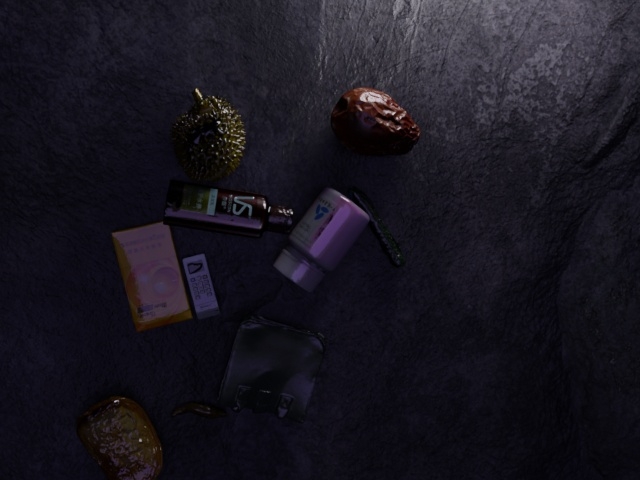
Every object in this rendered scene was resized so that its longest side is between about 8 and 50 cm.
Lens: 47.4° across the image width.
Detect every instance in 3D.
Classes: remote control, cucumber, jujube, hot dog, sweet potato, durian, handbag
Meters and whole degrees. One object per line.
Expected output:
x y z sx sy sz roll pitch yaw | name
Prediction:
-0.314 0.121 1.915 0.065 0.029 0.166 -15 94 -5 | remote control
0.152 -0.039 1.956 0.044 0.043 0.257 -34 99 -8 | cucumber
0.143 -0.295 1.879 0.236 0.168 0.168 19 94 -25 | jujube
-0.515 0.528 1.893 0.175 0.114 0.259 -28 102 -9 | hot dog
-0.324 0.455 1.948 0.153 0.038 0.041 3 73 -7 | sweet potato
-0.281 -0.265 1.821 0.193 0.138 0.238 -19 98 -6 | durian
-0.129 0.346 1.943 0.247 0.079 0.260 16 95 -9 | handbag

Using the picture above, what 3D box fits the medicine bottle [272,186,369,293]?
0.000 0.000 1.885 0.152 0.152 0.255 37 91 -10 | medicine bottle

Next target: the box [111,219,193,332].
-0.435 0.091 1.887 0.152 0.043 0.270 -14 97 -6 | box

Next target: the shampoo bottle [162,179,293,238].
-0.233 -0.074 1.868 0.322 0.084 0.129 10 60 -8 | shampoo bottle
